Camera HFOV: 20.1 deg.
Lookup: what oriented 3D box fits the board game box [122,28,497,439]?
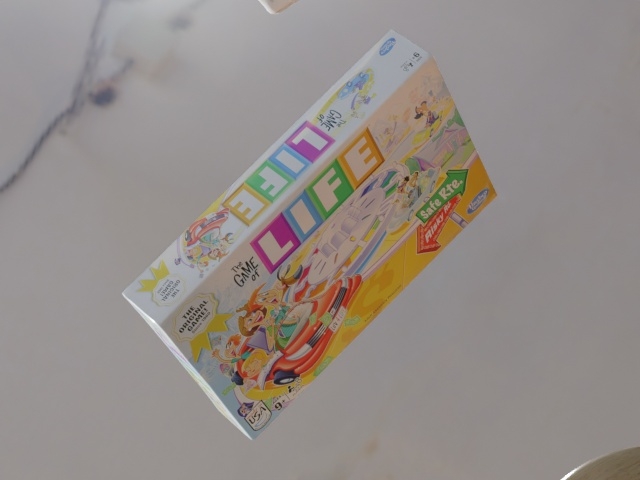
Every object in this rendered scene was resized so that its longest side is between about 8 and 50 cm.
[{"bbox_3d":[0.000,0.000,0.752,0.154,0.103,0.026,-45,-127,-9],"label":"board game box"}]

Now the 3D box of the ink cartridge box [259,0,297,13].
[{"bbox_3d":[0.008,-0.239,0.895,0.181,0.225,0.056,46,-156,-28],"label":"ink cartridge box"}]

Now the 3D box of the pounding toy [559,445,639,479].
[{"bbox_3d":[0.076,0.216,0.622,0.154,0.155,0.269,-12,-78,-27],"label":"pounding toy"}]
